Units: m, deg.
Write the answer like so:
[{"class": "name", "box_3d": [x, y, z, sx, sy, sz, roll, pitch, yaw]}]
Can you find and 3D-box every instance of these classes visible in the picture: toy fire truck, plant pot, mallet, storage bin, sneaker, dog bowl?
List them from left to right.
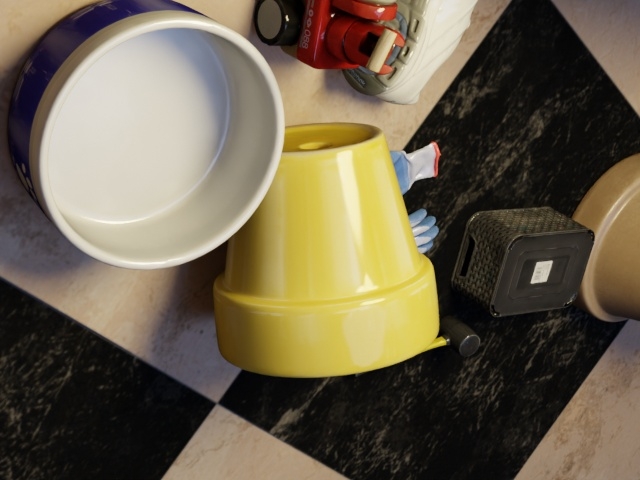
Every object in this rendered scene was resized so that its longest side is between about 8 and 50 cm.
[{"class": "dog bowl", "box_3d": [-0.175, -0.109, 1.428, 0.265, 0.104, 0.264, -14, 120, -26]}, {"class": "plant pot", "box_3d": [0.000, 0.000, 1.587, 0.254, 0.254, 0.239, -16, 110, -34]}, {"class": "toy fire truck", "box_3d": [0.045, -0.265, 1.449, 0.158, 0.246, 0.217, -7, 119, -39]}, {"class": "mallet", "box_3d": [0.121, 0.145, 1.924, 0.190, 0.062, 0.039, -12, 122, -19]}, {"class": "sneaker", "box_3d": [0.135, -0.288, 1.641, 0.297, 0.111, 0.129, -54, 153, 4]}, {"class": "storage bin", "box_3d": [0.280, 0.028, 1.952, 0.180, 0.084, 0.122, -5, 118, -41]}, {"class": "plant pot", "box_3d": [0.519, 0.031, 2.062, 0.263, 0.229, 0.263, -22, 128, -32]}]

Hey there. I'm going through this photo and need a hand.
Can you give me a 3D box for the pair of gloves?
[{"class": "pair of gloves", "box_3d": [0.090, -0.030, 1.795, 0.159, 0.023, 0.198, -24, 127, -29]}]
